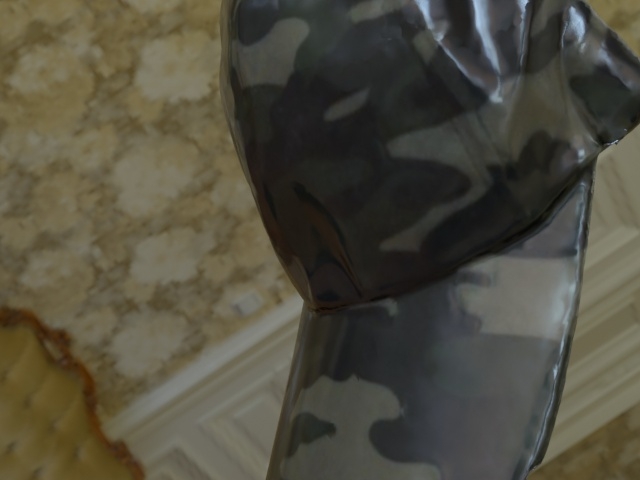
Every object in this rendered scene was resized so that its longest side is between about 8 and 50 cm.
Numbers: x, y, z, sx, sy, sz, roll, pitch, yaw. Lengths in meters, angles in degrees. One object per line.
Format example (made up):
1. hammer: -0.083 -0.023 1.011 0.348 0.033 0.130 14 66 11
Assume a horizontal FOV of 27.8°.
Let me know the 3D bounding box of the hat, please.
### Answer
1. hat: 0.000 0.000 0.767 0.257 0.382 0.366 37 -23 -17
